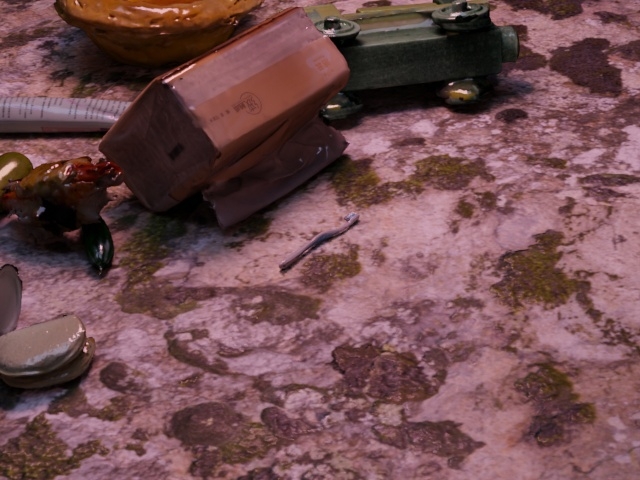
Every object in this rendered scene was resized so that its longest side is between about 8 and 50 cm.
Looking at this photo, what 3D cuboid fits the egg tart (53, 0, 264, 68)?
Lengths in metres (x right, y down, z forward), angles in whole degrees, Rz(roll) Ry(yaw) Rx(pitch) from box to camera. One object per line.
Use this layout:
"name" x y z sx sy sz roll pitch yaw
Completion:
"egg tart" -0.285 -0.415 2.371 0.387 0.169 0.388 0 32 0

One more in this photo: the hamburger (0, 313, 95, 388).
"hamburger" -0.321 0.136 1.545 0.121 0.054 0.084 -9 35 -3

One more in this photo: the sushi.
"sushi" -0.353 -0.057 1.800 0.226 0.103 0.097 -15 3 37

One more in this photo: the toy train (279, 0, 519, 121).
"toy train" 0.109 -0.308 2.153 0.397 0.160 0.253 -8 23 -6

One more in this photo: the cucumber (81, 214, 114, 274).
"cucumber" -0.297 -0.003 1.792 0.039 0.039 0.168 -11 29 -11

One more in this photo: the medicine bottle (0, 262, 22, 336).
"medicine bottle" -0.584 0.058 1.654 0.426 0.108 0.108 2 31 11

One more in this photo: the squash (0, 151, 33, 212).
"squash" -0.470 -0.058 1.883 0.066 0.066 0.201 10 39 23

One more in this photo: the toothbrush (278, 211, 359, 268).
"toothbrush" 0.000 0.000 1.770 0.017 0.014 0.162 31 43 24

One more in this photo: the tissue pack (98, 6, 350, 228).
"tissue pack" -0.111 -0.155 1.900 0.238 0.238 0.305 18 37 33

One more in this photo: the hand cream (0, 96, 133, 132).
"hand cream" -0.418 -0.201 2.123 0.331 0.058 0.085 -1 29 5
